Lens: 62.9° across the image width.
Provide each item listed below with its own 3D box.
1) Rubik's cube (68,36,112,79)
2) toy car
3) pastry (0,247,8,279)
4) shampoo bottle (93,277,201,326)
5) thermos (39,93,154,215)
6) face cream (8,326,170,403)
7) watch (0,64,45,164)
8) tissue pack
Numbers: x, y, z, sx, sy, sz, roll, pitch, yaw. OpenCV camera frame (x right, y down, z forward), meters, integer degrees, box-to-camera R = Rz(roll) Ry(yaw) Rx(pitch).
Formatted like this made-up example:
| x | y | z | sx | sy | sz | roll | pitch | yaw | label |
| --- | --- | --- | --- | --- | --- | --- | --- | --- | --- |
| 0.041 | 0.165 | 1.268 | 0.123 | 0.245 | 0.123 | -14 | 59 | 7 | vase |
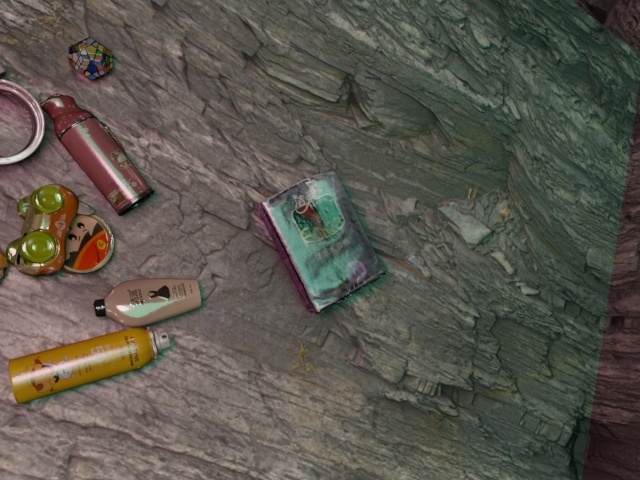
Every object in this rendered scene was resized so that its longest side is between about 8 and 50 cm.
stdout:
| x | y | z | sx | sy | sz | roll | pitch | yaw | label |
| --- | --- | --- | --- | --- | --- | --- | --- | --- | --- |
| -0.601 | -0.477 | 1.370 | 0.093 | 0.111 | 0.111 | -22 | 90 | -51 | Rubik's cube |
| -0.614 | -0.013 | 1.269 | 0.235 | 0.145 | 0.235 | 9 | 77 | -43 | toy car |
| -0.798 | 0.058 | 1.188 | 0.153 | 0.081 | 0.153 | 4 | 74 | -14 | pastry |
| -0.438 | 0.153 | 1.327 | 0.257 | 0.078 | 0.127 | -8 | 64 | -25 | shampoo bottle |
| -0.559 | -0.233 | 1.326 | 0.136 | 0.109 | 0.330 | -42 | 101 | -32 | thermos |
| -0.536 | 0.283 | 1.248 | 0.349 | 0.105 | 0.105 | -12 | 85 | -26 | face cream |
| -0.795 | -0.280 | 1.225 | 0.244 | 0.196 | 0.231 | -38 | 118 | -24 | watch |
| 0.000 | 0.000 | 1.535 | 0.259 | 0.122 | 0.361 | -27 | 94 | -23 | tissue pack |
